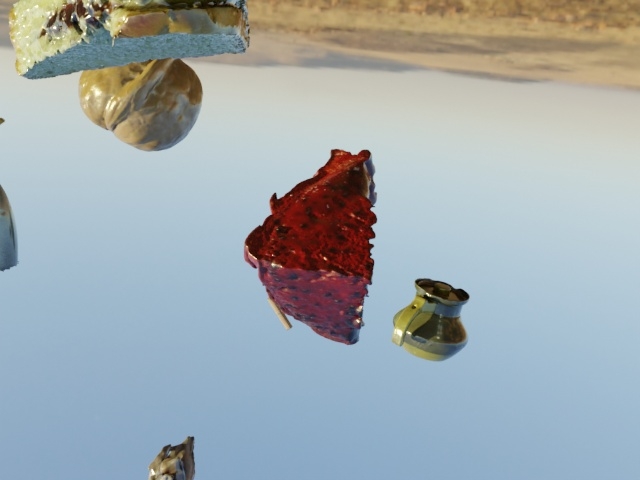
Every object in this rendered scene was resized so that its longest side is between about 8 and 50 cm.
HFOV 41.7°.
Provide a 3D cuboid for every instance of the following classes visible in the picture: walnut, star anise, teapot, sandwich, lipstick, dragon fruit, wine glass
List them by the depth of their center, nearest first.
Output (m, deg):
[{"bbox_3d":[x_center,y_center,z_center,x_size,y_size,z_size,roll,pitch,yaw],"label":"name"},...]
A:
[{"bbox_3d":[-0.218,-0.242,0.890,0.288,0.100,0.254,-6,-173,2],"label":"sandwich"},{"bbox_3d":[-0.424,-0.057,1.070,0.066,0.198,0.066,3,-154,-1],"label":"wine glass"},{"bbox_3d":[-0.232,0.389,1.227,0.065,0.183,0.195,14,-167,5],"label":"star anise"},{"bbox_3d":[0.177,0.132,1.388,0.130,0.119,0.165,25,-162,35],"label":"teapot"},{"bbox_3d":[-0.010,0.000,1.578,0.227,0.329,0.286,3,148,2],"label":"dragon fruit"},{"bbox_3d":[-0.101,0.179,2.076,0.019,0.094,0.019,-30,-169,6],"label":"lipstick"},{"bbox_3d":[-0.444,-0.369,2.111,0.296,0.285,0.285,38,-174,-13],"label":"walnut"}]
